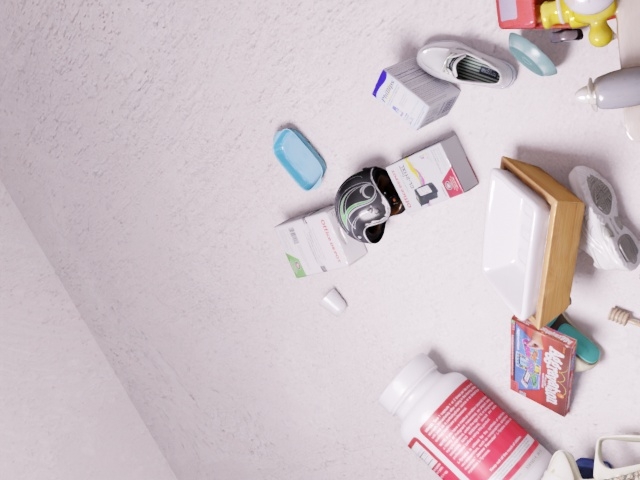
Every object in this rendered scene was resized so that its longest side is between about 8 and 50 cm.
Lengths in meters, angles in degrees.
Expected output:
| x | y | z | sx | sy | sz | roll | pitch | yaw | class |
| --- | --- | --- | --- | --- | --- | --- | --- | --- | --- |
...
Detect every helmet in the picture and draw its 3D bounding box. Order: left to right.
| x | y | z | sx | sy | sz | roll | pitch | yaw | class |
| --- | --- | --- | --- | --- | --- | --- | --- | --- | --- |
| 0.114 | -0.081 | 1.860 | 0.161 | 0.169 | 0.169 | -39 | 83 | 31 | helmet |

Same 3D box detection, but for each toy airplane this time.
| x | y | z | sx | sy | sz | roll | pitch | yaw | class |
| --- | --- | --- | --- | --- | --- | --- | --- | --- | --- |
| 0.494 | -0.407 | 1.228 | 0.386 | 0.272 | 0.384 | 49 | 130 | 19 | toy airplane |

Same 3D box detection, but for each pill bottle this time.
| x | y | z | sx | sy | sz | roll | pitch | yaw | class |
| --- | --- | --- | --- | --- | --- | --- | --- | --- | --- |
| 0.349 | 0.480 | 1.900 | 0.408 | 0.229 | 0.229 | 42 | 135 | 18 | pill bottle |

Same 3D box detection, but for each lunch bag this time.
| x | y | z | sx | sy | sz | roll | pitch | yaw | class |
| --- | --- | --- | --- | --- | --- | --- | --- | --- | --- |
| 0.635 | 0.547 | 1.788 | 0.098 | 0.065 | 0.067 | 0 | 96 | 45 | lunch bag |

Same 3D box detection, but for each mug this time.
| x | y | z | sx | sy | sz | roll | pitch | yaw | class |
| --- | --- | --- | --- | --- | --- | --- | --- | --- | --- |
| 0.041 | 0.177 | 2.161 | 0.064 | 0.078 | 0.062 | 42 | 103 | 6 | mug |

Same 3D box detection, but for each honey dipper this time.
| x | y | z | sx | sy | sz | roll | pitch | yaw | class |
| --- | --- | --- | --- | --- | --- | --- | --- | --- | --- |
| 0.674 | 0.178 | 1.572 | 0.161 | 0.030 | 0.030 | 21 | 126 | 31 | honey dipper |

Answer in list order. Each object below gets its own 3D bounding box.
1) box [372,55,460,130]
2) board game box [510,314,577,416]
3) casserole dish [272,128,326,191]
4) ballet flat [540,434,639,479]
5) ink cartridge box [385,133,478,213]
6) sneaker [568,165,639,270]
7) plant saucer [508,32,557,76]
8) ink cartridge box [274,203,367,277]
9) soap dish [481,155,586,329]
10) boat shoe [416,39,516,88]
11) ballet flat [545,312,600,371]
| x | y | z | sx | sy | sz | roll | pitch | yaw | class |
| --- | --- | --- | --- | --- | --- | --- | --- | --- | --- |
| 0.207 | -0.321 | 1.662 | 0.137 | 0.126 | 0.072 | 44 | 137 | 18 | box |
| 0.499 | 0.285 | 1.731 | 0.145 | 0.027 | 0.281 | 24 | 146 | 32 | board game box |
| -0.052 | -0.218 | 2.033 | 0.188 | 0.037 | 0.114 | 51 | 137 | 11 | casserole dish |
| 0.622 | 0.523 | 1.670 | 0.483 | 0.164 | 0.182 | -24 | 68 | 25 | ballet flat |
| 0.253 | -0.149 | 1.754 | 0.175 | 0.072 | 0.127 | -22 | 97 | 47 | ink cartridge box |
| 0.541 | -0.035 | 1.537 | 0.115 | 0.090 | 0.232 | -23 | 91 | 57 | sneaker |
| 0.402 | -0.352 | 1.473 | 0.119 | 0.119 | 0.021 | 44 | 98 | 16 | plant saucer |
| 0.000 | 0.000 | 2.062 | 0.219 | 0.092 | 0.160 | -14 | 102 | 46 | ink cartridge box |
| 0.432 | -0.001 | 1.573 | 0.229 | 0.118 | 0.290 | -118 | 24 | -59 | soap dish |
| 0.291 | -0.367 | 1.584 | 0.226 | 0.076 | 0.083 | 18 | 109 | 31 | boat shoe |
| 0.511 | 0.192 | 1.702 | 0.248 | 0.086 | 0.086 | 50 | 137 | 9 | ballet flat |
